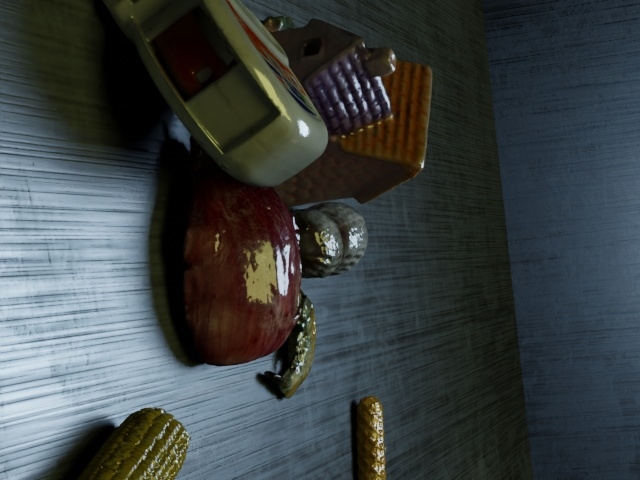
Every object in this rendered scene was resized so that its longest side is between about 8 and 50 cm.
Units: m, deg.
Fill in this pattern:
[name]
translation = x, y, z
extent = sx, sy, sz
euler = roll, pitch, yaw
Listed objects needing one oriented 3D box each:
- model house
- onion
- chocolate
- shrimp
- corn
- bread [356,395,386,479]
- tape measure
[model house]
translation = 0.018, -0.193, 1.837
extent = 0.237, 0.237, 0.202
euler = 66, 27, -42
[onion]
translation = -0.089, 0.005, 1.637
extent = 0.227, 0.120, 0.283
euler = -50, 130, -72
[chocolate]
translation = 0.000, 0.000, 1.926
extent = 0.248, 0.110, 0.110
euler = -23, 106, -73
[shrimp]
translation = -0.045, 0.124, 1.845
extent = 0.217, 0.051, 0.150
euler = 64, 34, -55
[corn]
translation = -0.187, 0.230, 1.325
extent = 0.238, 0.080, 0.080
euler = -59, 139, -64
[bread]
translation = 0.078, 0.319, 2.150
extent = 0.052, 0.044, 0.157
euler = 44, 43, -71
[tape measure]
translation = -0.111, -0.185, 1.539
extent = 0.265, 0.130, 0.258
euler = 60, 8, 20
